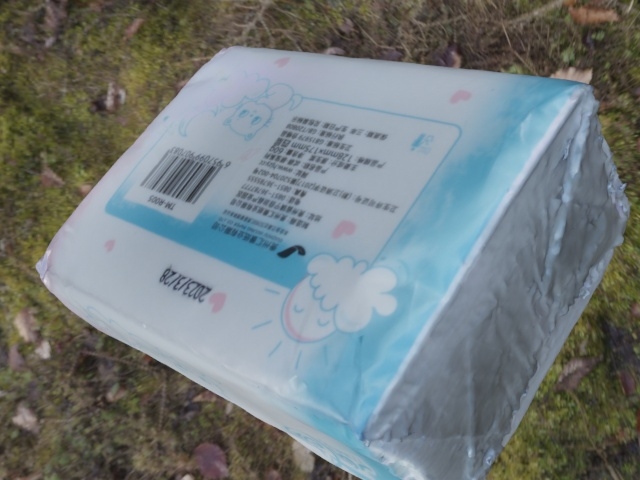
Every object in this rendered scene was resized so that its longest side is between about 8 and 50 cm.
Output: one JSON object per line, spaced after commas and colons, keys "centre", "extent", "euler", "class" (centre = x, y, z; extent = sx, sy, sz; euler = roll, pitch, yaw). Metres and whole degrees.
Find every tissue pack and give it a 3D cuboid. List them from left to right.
{"centre": [-0.002, 0.002, 0.456], "extent": [0.271, 0.124, 0.201], "euler": [19, 64, 42], "class": "tissue pack"}
